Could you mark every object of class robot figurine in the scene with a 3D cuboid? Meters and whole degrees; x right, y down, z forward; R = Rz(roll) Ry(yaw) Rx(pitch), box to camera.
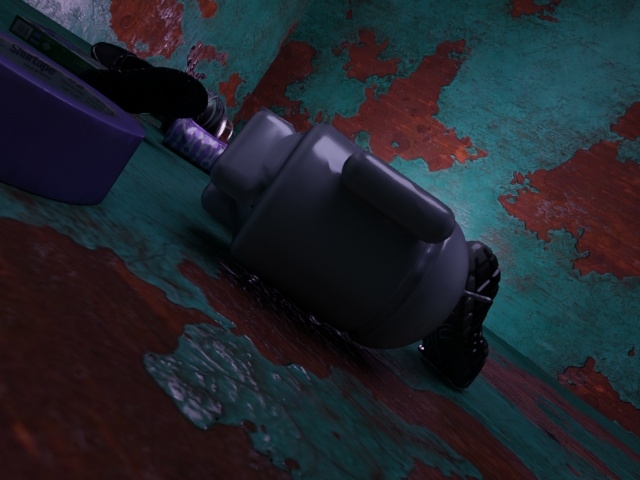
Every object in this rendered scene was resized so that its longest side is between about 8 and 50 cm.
[{"bbox_3d":[0.033,-0.002,0.572,0.353,0.199,0.300,35,-24,-9],"label":"robot figurine"}]

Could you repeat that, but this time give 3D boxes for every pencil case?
[{"bbox_3d":[-0.256,-0.207,1.069,0.206,0.088,0.086,31,31,-25],"label":"pencil case"}]

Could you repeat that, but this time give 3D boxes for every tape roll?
[{"bbox_3d":[-0.263,-0.118,0.415,0.189,0.080,0.189,36,6,-5],"label":"tape roll"}]

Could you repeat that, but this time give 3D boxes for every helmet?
[{"bbox_3d":[-0.327,-0.325,1.225,0.169,0.161,0.169,35,6,-4],"label":"helmet"}]

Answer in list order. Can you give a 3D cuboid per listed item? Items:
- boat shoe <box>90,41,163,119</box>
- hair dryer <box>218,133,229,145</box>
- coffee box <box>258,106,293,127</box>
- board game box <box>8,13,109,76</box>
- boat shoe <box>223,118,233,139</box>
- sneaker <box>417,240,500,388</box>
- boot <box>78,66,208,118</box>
[{"bbox_3d":[-0.563,-0.504,1.403,0.340,0.127,0.113,45,-20,4],"label":"boat shoe"},{"bbox_3d":[-0.382,-0.370,1.534,0.223,0.080,0.293,43,-5,38],"label":"hair dryer"},{"bbox_3d":[-0.151,-0.229,1.257,0.098,0.141,0.246,32,-13,2],"label":"coffee box"},{"bbox_3d":[-0.594,-0.442,1.205,0.317,0.046,0.213,34,6,-16],"label":"board game box"},{"bbox_3d":[-0.448,-0.442,1.731,0.324,0.123,0.116,30,5,39],"label":"boat shoe"},{"bbox_3d":[0.194,0.111,0.696,0.106,0.101,0.267,28,-45,39],"label":"sneaker"},{"bbox_3d":[-0.354,-0.310,0.976,0.247,0.094,0.207,2,15,-9],"label":"boot"}]
